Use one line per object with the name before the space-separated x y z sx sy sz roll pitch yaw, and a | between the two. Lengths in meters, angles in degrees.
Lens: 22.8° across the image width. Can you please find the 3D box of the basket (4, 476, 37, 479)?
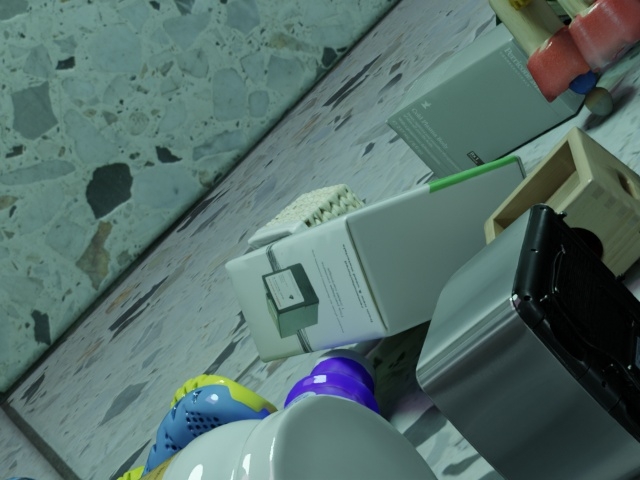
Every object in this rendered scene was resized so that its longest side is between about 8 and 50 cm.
basket | -0.262 0.344 1.437 0.289 0.255 0.201 -5 38 41

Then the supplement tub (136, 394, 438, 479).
supplement tub | -0.071 0.265 1.115 0.316 0.228 0.228 -37 14 30

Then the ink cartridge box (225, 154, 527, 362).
ink cartridge box | 0.063 0.023 1.599 0.211 0.121 0.289 -21 1 -27

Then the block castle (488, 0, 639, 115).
block castle | 0.410 -0.336 1.669 0.453 0.213 0.303 -38 0 -5

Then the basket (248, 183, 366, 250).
basket | 0.000 0.000 2.050 0.103 0.113 0.167 -46 13 -20

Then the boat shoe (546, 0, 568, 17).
boat shoe | 0.353 -0.332 1.869 0.257 0.095 0.095 -19 -38 -24

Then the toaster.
toaster | 0.167 0.090 1.102 0.110 0.168 0.185 -40 11 26

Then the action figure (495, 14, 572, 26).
action figure | 0.334 -0.294 2.016 0.232 0.137 0.063 -39 33 -22

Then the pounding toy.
pounding toy | 0.198 0.031 1.389 0.206 0.094 0.181 -49 15 20

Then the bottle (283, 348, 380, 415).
bottle | -0.002 0.196 1.448 0.118 0.092 0.283 -40 13 26

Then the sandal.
sandal | -0.137 0.256 1.580 0.317 0.126 0.138 -57 5 42

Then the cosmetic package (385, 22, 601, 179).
cosmetic package | 0.211 -0.178 1.947 0.238 0.127 0.107 -32 17 50
